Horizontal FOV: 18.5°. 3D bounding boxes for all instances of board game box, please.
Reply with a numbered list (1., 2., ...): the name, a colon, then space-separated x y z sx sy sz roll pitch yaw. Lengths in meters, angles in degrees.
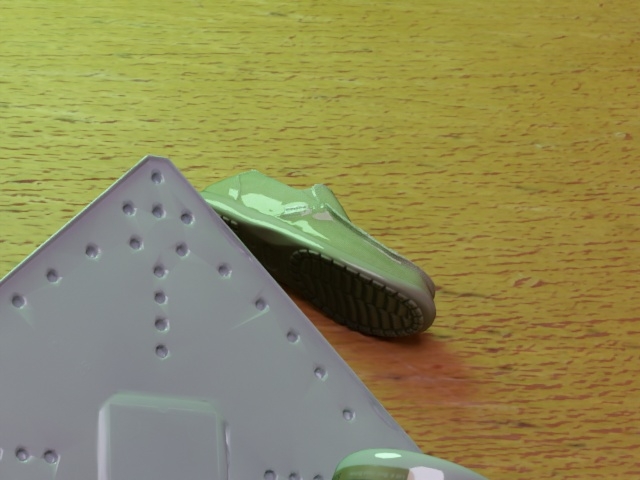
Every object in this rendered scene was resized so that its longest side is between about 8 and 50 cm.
1. board game box: -0.134 0.185 1.565 0.390 0.050 0.390 49 54 -5

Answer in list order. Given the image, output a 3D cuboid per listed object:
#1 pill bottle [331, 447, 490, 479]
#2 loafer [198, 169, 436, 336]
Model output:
1. pill bottle: 0.049 0.306 1.502 0.153 0.153 0.265 14 65 10
2. loafer: 0.000 0.000 1.844 0.268 0.102 0.092 26 57 20
